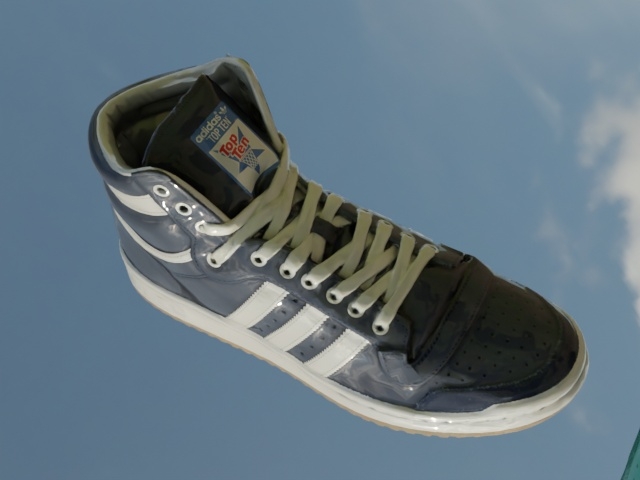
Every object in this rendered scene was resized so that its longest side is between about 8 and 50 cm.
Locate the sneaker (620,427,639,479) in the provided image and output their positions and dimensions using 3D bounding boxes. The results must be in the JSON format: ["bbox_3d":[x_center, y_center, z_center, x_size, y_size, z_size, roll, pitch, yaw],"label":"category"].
[{"bbox_3d":[0.109,0.165,0.533,0.110,0.275,0.107,-9,-149,-38],"label":"sneaker"}]

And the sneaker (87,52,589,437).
[{"bbox_3d":[0.000,0.000,0.813,0.099,0.282,0.153,-56,-29,-30],"label":"sneaker"}]
